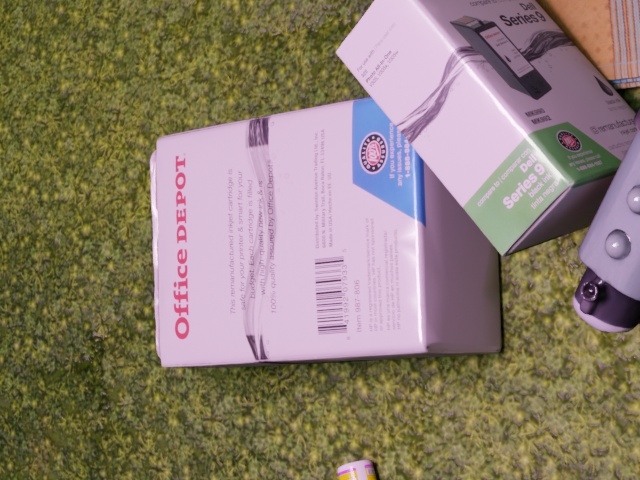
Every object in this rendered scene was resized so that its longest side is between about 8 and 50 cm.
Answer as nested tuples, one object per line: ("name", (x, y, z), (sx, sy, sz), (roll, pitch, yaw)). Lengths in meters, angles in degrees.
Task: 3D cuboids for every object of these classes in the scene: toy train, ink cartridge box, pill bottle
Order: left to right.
("ink cartridge box", (0.000, 0.000, 1.857), (0.395, 0.166, 0.285), (-6, 82, 38))
("pill bottle", (0.049, 0.303, 1.872), (0.043, 0.043, 0.083), (-25, 71, 35))
("ink cartridge box", (0.187, -0.144, 1.649), (0.289, 0.211, 0.121), (52, 128, 17))
("toy train", (0.356, -0.053, 1.537), (0.142, 0.190, 0.334), (43, 122, 34))

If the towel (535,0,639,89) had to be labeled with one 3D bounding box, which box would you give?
("towel", (0.301, -0.294, 1.721), (0.370, 0.040, 0.271), (-5, 83, 40))
